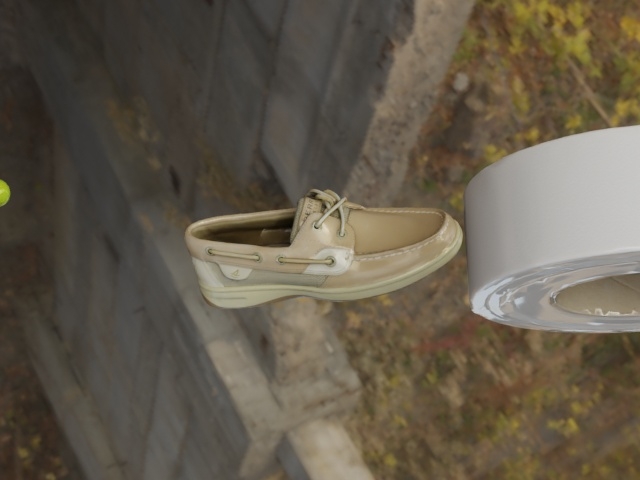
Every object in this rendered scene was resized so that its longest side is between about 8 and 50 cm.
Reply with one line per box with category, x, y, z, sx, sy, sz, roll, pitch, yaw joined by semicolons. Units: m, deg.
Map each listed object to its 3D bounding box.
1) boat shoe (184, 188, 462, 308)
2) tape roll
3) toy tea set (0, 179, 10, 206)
boat shoe;0.000;0.000;1.274;0.302;0.109;0.098;-8;123;15
tape roll;0.263;0.000;0.972;0.286;0.100;0.286;0;162;0
toy tea set;-0.311;0.036;0.649;0.200;0.124;0.336;52;57;-47
